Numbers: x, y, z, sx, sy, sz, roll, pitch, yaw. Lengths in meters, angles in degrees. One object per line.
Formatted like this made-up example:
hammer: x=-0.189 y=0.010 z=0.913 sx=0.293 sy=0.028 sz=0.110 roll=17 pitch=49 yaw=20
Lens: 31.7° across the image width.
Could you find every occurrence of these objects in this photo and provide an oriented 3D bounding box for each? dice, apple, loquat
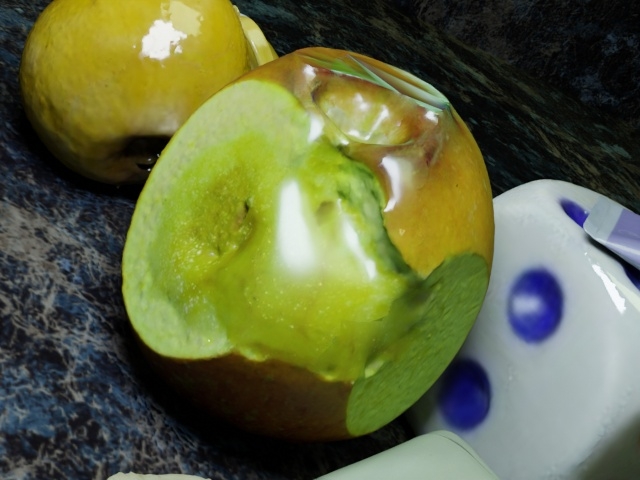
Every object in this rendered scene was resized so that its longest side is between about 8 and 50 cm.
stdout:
dice: x=0.281 y=0.138 z=1.250 sx=0.277 sy=0.304 sz=0.304 roll=13 pitch=31 yaw=-40
apple: x=0.000 y=0.000 z=1.105 sx=0.374 sy=0.374 sz=0.384 roll=32 pitch=27 yaw=-4
loquat: x=-0.207 y=-0.202 z=1.318 sx=0.275 sy=0.275 sz=0.275 roll=27 pitch=24 yaw=-13

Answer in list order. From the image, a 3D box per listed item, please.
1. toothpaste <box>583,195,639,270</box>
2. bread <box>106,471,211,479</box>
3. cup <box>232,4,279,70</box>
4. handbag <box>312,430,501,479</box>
toothpaste: x=0.430 y=0.068 z=1.126 sx=0.371 sy=0.080 sz=0.125 roll=31 pitch=27 yaw=12
bread: x=-0.116 y=0.238 z=0.757 sx=0.134 sy=0.141 sz=0.148 roll=46 pitch=26 yaw=25
cup: x=-0.104 y=-0.189 z=1.498 sx=0.185 sy=0.241 sz=0.226 roll=-25 pitch=64 yaw=-27
handbag: x=0.062 y=0.298 z=0.983 sx=0.315 sy=0.109 sz=0.241 roll=-19 pitch=53 yaw=-45
